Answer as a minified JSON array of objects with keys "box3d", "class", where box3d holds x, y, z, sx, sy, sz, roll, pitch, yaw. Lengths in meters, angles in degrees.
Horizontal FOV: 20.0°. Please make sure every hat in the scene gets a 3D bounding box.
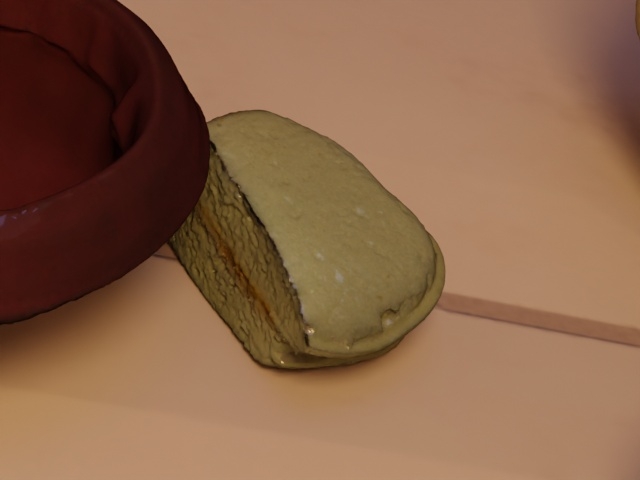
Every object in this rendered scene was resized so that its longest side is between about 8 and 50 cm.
[{"box3d":[-0.139,-0.027,0.636,0.205,0.089,0.205,9,39,-7],"class":"hat"}]

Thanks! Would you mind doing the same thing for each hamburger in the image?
[{"box3d":[-0.001,0.003,0.695,0.084,0.054,0.121,-3,43,-35],"class":"hamburger"}]

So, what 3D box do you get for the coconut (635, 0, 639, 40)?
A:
[{"box3d":[0.311,-0.104,0.781,0.323,0.323,0.323,13,35,-9],"class":"coconut"}]
